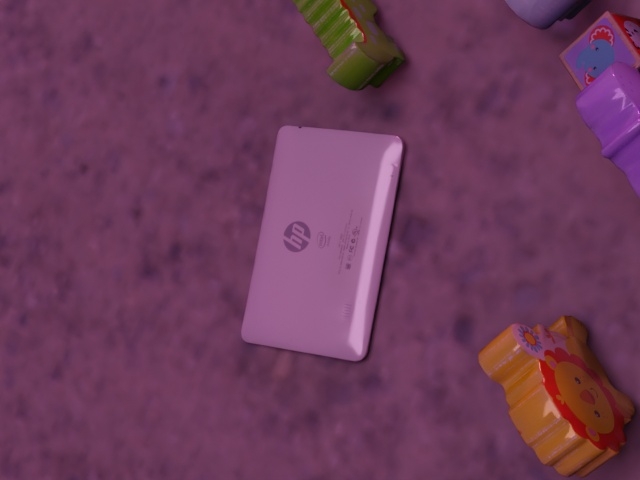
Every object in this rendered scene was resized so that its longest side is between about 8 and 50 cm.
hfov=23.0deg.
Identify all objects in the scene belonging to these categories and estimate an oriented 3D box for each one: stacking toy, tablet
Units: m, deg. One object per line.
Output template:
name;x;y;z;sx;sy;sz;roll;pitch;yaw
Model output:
stacking toy;0.083;-0.062;0.498;0.167;0.052;0.221;-45;62;31
tablet;0.000;0.000;0.581;0.054;0.006;0.083;8;84;30
